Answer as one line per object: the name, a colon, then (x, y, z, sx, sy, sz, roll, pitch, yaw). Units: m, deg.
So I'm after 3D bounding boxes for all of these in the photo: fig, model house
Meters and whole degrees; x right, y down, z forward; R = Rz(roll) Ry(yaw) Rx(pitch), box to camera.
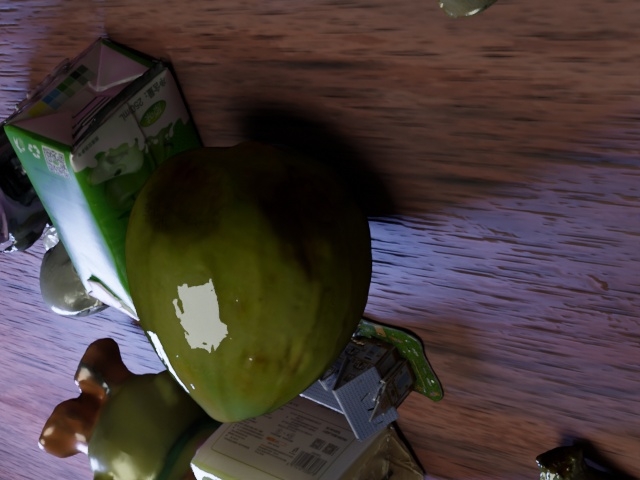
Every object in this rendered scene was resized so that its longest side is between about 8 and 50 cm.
fig: (-0.072, 0.041, 1.487, 0.239, 0.239, 0.271, 20, 105, 40)
model house: (0.035, 0.146, 1.684, 0.167, 0.088, 0.117, 20, 146, 41)

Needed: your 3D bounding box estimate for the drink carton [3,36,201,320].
drink carton: (-0.207, -0.060, 1.636, 0.108, 0.161, 0.271, 24, 148, 36)

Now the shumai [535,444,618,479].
shumai: (0.255, 0.246, 1.539, 0.099, 0.124, 0.087, -57, -40, -89)

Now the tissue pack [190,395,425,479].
tissue pack: (-0.016, 0.279, 1.877, 0.234, 0.159, 0.125, 13, 141, 47)

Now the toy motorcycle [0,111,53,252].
toy motorcycle: (-0.384, -0.052, 1.877, 0.143, 0.188, 0.327, 53, 154, -3)

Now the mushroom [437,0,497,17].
mushroom: (0.068, -0.258, 1.029, 0.278, 0.096, 0.099, 72, -172, -47)

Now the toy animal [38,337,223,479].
toy animal: (-0.202, 0.294, 2.149, 0.338, 0.216, 0.191, 29, 178, 21)

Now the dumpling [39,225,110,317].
dumpling: (-0.312, 0.034, 2.014, 0.188, 0.108, 0.127, -166, 62, -69)
